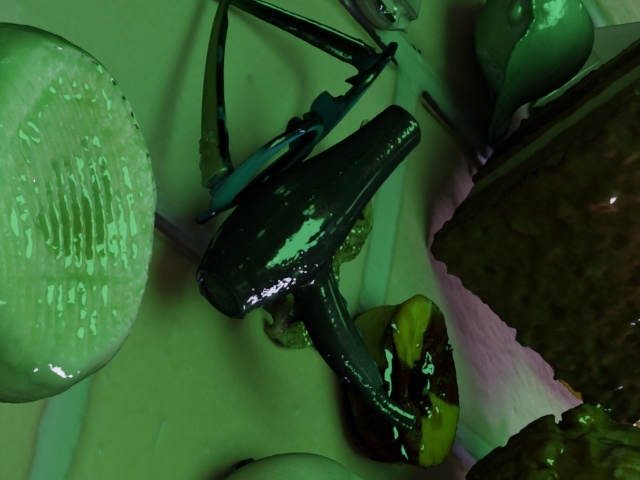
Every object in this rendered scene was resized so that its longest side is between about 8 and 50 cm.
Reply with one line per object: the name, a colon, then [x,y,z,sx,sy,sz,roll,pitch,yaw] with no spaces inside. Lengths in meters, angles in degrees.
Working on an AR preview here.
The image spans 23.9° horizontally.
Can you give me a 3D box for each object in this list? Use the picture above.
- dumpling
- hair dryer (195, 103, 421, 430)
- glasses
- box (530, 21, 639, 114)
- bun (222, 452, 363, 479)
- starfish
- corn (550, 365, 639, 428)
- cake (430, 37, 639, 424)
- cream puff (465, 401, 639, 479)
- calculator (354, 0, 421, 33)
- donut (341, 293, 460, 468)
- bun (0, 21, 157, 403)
dumpling: [0.187,-0.179,1.431,0.105,0.149,0.217,50,11,6]
hair dryer: [0.026,0.039,1.044,0.195,0.075,0.219,-41,119,-29]
glasses: [-0.034,-0.135,1.040,0.239,0.102,0.207,-47,126,-50]
box: [0.351,-0.131,1.585,0.177,0.195,0.148,-55,131,-47]
bun: [-0.005,0.230,1.029,0.173,0.120,0.172,8,81,-56]
starfish: [0.009,0.002,1.114,0.209,0.053,0.150,-55,147,-47]
corn: [0.297,0.127,1.562,0.262,0.097,0.097,42,51,-50]
cake: [0.299,-0.026,1.365,0.255,0.282,0.290,50,36,-5]
cream puff: [0.205,0.303,1.253,0.327,0.231,0.343,-70,157,-16]
calculator: [0.062,-0.261,1.280,0.100,0.032,0.175,45,49,-48]
donut: [0.063,0.114,1.212,0.140,0.059,0.140,13,74,-57]
bun: [-0.173,-0.015,0.783,0.195,0.118,0.195,-5,95,-63]
